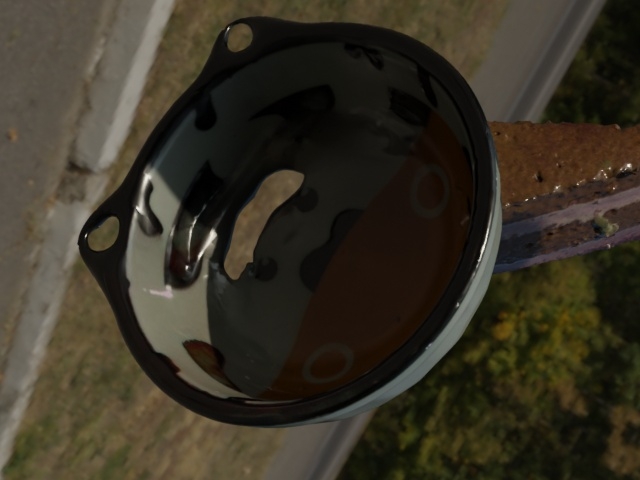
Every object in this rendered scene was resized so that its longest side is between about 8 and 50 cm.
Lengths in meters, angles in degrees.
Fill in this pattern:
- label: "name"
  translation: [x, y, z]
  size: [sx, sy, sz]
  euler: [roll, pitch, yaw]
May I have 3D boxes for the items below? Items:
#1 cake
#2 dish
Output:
- label: "cake"
  translation: [0.214, -0.048, 0.995]
  size: [0.116, 0.295, 0.113]
  euler: [93, -14, -52]
- label: "dish"
  translation: [0.000, 0.000, 0.769]
  size: [0.303, 0.303, 0.120]
  euler: [-59, 144, -5]
